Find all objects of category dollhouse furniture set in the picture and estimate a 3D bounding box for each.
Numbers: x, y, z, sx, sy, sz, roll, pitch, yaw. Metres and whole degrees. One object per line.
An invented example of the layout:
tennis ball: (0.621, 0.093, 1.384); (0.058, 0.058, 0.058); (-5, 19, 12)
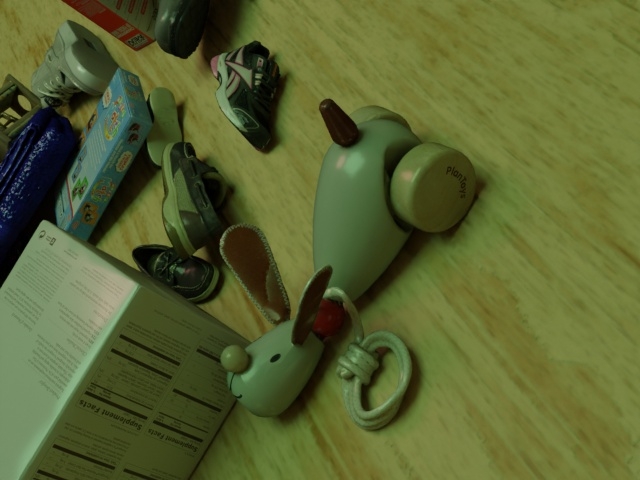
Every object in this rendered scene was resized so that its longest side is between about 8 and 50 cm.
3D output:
dollhouse furniture set: (-0.534, -0.143, 1.835); (0.182, 0.101, 0.161); (-51, 0, -44)

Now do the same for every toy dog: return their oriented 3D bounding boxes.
toy dog: (0.000, 0.000, 1.094); (0.220, 0.161, 0.334); (1, 64, 49)

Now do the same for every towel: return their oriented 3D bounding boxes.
towel: (-0.474, -0.055, 1.701); (0.308, 0.076, 0.227); (-57, 21, 3)

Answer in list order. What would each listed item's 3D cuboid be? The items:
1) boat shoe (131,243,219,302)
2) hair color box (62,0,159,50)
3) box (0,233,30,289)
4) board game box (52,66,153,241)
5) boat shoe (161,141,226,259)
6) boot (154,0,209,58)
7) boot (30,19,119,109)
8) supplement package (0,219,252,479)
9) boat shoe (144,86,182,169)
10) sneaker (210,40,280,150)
boat shoe: (-0.176, 0.036, 1.361); (0.152, 0.049, 0.056); (8, 70, 51)
hair color box: (-0.317, -0.371, 1.728); (0.053, 0.167, 0.093); (-19, 50, 41)
box: (-0.438, 0.061, 1.660); (0.116, 0.029, 0.162); (-58, 37, -1)
board game box: (-0.305, -0.114, 1.590); (0.211, 0.039, 0.160); (-57, 29, 21)
boat shoe: (-0.148, -0.056, 1.385); (0.073, 0.080, 0.223); (-17, 31, 3)
boot: (-0.259, -0.395, 1.625); (0.118, 0.222, 0.338); (105, 174, -48)
boot: (-0.387, -0.249, 1.797); (0.123, 0.095, 0.258); (-55, 27, 13)
supplement package: (-0.240, 0.158, 1.200); (0.199, 0.198, 0.263); (28, 86, 45)
boat shoe: (-0.216, -0.145, 1.551); (0.042, 0.049, 0.133); (126, 146, -45)
sneaker: (-0.084, -0.190, 1.414); (0.077, 0.072, 0.178); (-32, 47, 14)
